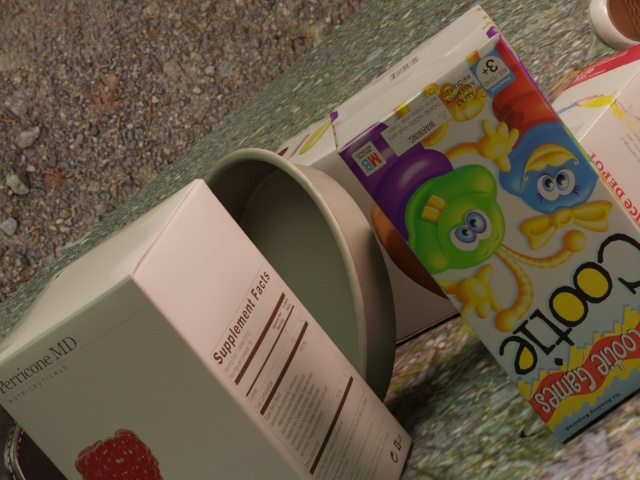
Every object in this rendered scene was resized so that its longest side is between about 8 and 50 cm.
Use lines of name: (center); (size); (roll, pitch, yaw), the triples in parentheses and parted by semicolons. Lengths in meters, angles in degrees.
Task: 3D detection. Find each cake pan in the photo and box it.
cake pan: (-0.027, 0.059, 1.596); (0.054, 0.293, 0.293); (-11, -4, -33)

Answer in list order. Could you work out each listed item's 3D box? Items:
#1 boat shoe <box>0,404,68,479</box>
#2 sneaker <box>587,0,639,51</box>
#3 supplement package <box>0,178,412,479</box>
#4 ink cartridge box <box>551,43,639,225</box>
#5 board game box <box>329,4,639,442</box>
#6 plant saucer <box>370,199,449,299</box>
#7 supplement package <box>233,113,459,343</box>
boat shoe: (-0.208, 0.142, 1.943); (0.156, 0.187, 0.500); (-35, 8, 40)
sneaker: (0.350, -0.259, 1.979); (0.123, 0.106, 0.290); (-33, 4, 39)
supplement package: (-0.094, 0.136, 1.417); (0.177, 0.293, 0.175); (-32, 15, 27)
ink cartridge box: (0.253, -0.065, 1.513); (0.176, 0.128, 0.127); (-46, 15, -31)
board game box: (0.147, -0.015, 1.314); (0.144, 0.275, 0.142); (-36, 14, 8)
plant saucer: (0.134, 0.009, 1.473); (0.200, 0.200, 0.037); (-19, 45, 55)
supplement package: (0.088, -0.039, 1.698); (0.262, 0.204, 0.145); (-29, 17, 33)
